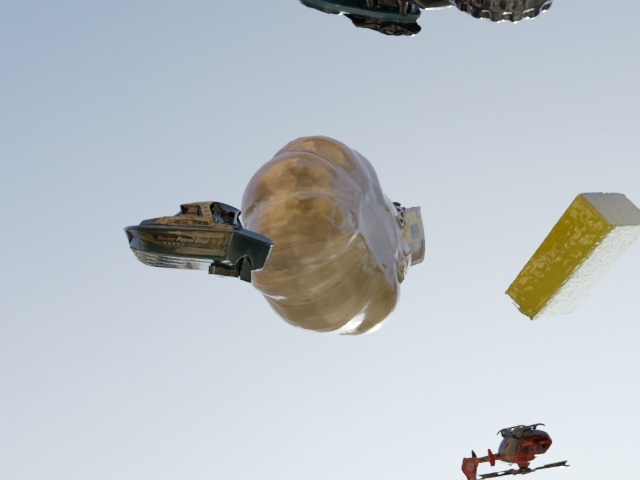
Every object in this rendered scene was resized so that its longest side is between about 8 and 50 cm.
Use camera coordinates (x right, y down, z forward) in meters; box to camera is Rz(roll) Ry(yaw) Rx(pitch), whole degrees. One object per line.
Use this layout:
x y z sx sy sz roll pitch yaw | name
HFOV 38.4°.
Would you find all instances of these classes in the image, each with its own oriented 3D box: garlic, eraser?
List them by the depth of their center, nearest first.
0.240 0.015 0.858 0.045 0.097 0.122 48 -58 27 | eraser
-0.001 -0.004 0.994 0.152 0.228 0.228 -21 -67 24 | garlic

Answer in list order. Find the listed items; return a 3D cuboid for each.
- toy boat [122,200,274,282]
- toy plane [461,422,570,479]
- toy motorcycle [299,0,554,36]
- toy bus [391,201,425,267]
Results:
-0.109 -0.001 0.747 0.141 0.055 0.060 3 -100 35 | toy boat
0.224 0.250 1.077 0.145 0.037 0.060 -7 -100 -26 | toy plane
0.089 -0.371 1.098 0.416 0.232 0.172 16 -40 17 | toy motorcycle
0.041 0.014 1.256 0.092 0.268 0.106 -9 -86 43 | toy bus
